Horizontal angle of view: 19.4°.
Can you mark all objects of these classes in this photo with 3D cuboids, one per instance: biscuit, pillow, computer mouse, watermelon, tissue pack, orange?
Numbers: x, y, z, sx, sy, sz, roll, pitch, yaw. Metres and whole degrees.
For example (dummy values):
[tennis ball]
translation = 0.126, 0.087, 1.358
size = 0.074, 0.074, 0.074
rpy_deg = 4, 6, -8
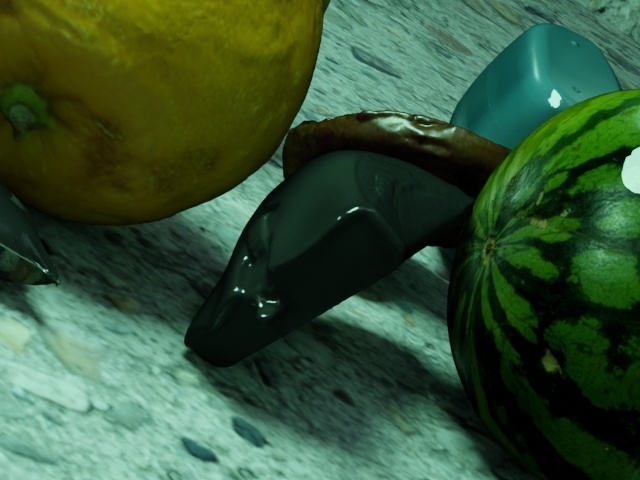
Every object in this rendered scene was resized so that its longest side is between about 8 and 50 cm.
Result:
[biscuit]
translation = 0.060, -0.047, 1.362
size = 0.192, 0.192, 0.049
rpy_deg = 23, 64, -28
[pillow]
translation = -0.213, -0.022, 1.014
size = 0.150, 0.048, 0.090
rpy_deg = 27, 27, -30
[computer mouse]
translation = 0.000, 0.000, 1.142
size = 0.088, 0.147, 0.264
rpy_deg = 56, 20, -1
[watermelon]
translation = 0.222, 0.035, 1.216
size = 0.285, 0.285, 0.285
rpy_deg = 30, 19, -11
[tissue pack]
translation = 0.229, -0.018, 1.515
size = 0.287, 0.206, 0.198
rpy_deg = 28, 28, -11
[orange]
translation = -0.126, -0.138, 1.119
size = 0.261, 0.261, 0.261
rpy_deg = 30, 19, -11

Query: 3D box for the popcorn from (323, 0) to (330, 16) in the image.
[popcorn]
translation = -0.084, -0.197, 1.419
size = 0.169, 0.218, 0.189
rpy_deg = 55, -3, -17
